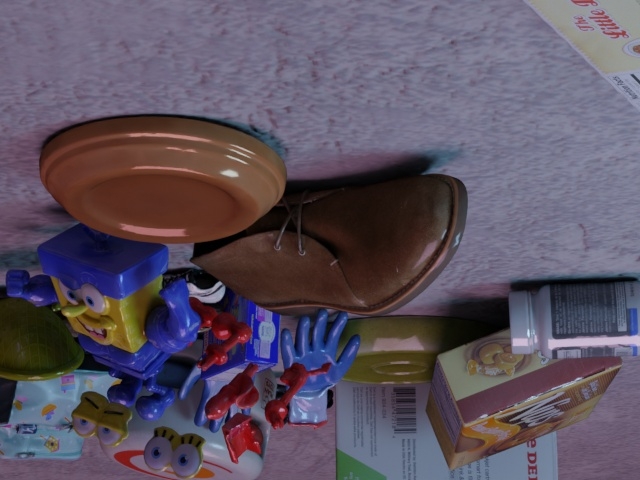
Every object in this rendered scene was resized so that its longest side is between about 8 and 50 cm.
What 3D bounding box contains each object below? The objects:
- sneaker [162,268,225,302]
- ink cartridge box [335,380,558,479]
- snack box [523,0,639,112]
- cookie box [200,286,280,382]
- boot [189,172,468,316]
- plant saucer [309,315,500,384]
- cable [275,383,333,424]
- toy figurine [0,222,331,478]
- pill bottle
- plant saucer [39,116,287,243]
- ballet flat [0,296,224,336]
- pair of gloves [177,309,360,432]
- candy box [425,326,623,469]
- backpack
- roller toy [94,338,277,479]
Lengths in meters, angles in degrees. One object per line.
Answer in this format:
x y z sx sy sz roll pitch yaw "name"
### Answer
-0.136 0.041 1.963 0.083 0.032 0.037 -1 148 -7 "sneaker"
0.155 0.273 2.486 0.273 0.198 0.115 -1 165 1 "ink cartridge box"
0.236 -0.156 1.191 0.187 0.060 0.322 -8 163 25 "snack box"
-0.081 0.091 2.018 0.040 0.092 0.107 11 162 -26 "cookie box"
0.000 0.000 1.687 0.115 0.112 0.305 23 156 -33 "boot"
0.091 0.131 2.274 0.241 0.037 0.241 0 164 0 "plant saucer"
-0.071 0.198 2.514 0.184 0.047 0.150 -7 159 30 "cable"
-0.184 0.038 1.798 0.362 0.217 0.191 19 -135 39 "toy figurine"
0.262 0.082 2.024 0.137 0.078 0.078 -2 165 6 "pill bottle"
-0.127 -0.042 1.595 0.200 0.037 0.200 1 159 0 "plant saucer"
-0.220 0.085 2.019 0.250 0.058 0.084 -1 -179 8 "ballet flat"
-0.055 0.142 2.147 0.198 0.023 0.159 -1 121 -21 "pair of gloves"
0.220 0.165 2.214 0.183 0.087 0.316 -21 165 -5 "candy box"
-0.299 0.159 2.140 0.188 0.144 0.166 -2 -166 -31 "backpack"
-0.147 0.191 2.275 0.209 0.146 0.191 18 160 -22 "roller toy"
